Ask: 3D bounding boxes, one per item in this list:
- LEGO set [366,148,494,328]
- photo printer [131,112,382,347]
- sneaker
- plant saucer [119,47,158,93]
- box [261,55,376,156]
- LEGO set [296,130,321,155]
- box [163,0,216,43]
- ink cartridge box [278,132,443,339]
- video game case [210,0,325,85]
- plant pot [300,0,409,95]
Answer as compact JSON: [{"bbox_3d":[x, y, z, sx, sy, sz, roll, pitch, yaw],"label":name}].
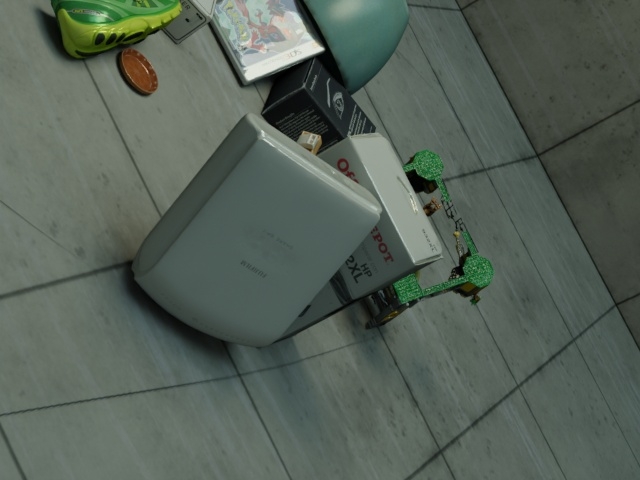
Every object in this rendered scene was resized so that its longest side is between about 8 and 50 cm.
[{"bbox_3d":[0.147,0.010,2.246,0.255,0.192,0.331,-27,81,-27],"label":"LEGO set"},{"bbox_3d":[-0.099,0.003,1.731,0.256,0.307,0.107,33,16,-30],"label":"photo printer"},{"bbox_3d":[-0.320,-0.375,1.931,0.123,0.109,0.295,63,27,-5],"label":"sneaker"},{"bbox_3d":[-0.298,-0.275,1.977,0.083,0.013,0.083,42,31,-34],"label":"plant saucer"},{"bbox_3d":[0.000,-0.233,2.352,0.207,0.108,0.153,50,29,-20],"label":"box"},{"bbox_3d":[-0.030,-0.059,2.125,0.107,0.132,0.287,52,20,-36],"label":"LEGO set"},{"bbox_3d":[-0.262,-0.506,2.186,0.169,0.087,0.290,44,30,-30],"label":"box"},{"bbox_3d":[0.000,0.000,1.899,0.223,0.307,0.129,64,26,6],"label":"ink cartridge box"},{"bbox_3d":[-0.112,-0.415,2.303,0.183,0.023,0.201,-26,84,-24],"label":"video game case"},{"bbox_3d":[0.064,-0.460,2.456,0.290,0.195,0.290,60,-5,9],"label":"plant pot"}]
